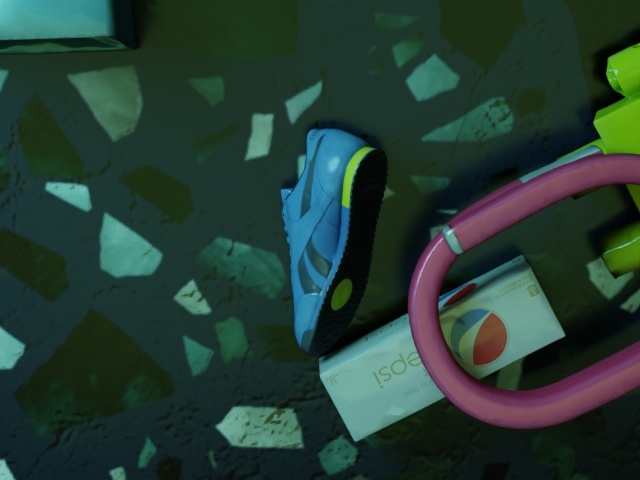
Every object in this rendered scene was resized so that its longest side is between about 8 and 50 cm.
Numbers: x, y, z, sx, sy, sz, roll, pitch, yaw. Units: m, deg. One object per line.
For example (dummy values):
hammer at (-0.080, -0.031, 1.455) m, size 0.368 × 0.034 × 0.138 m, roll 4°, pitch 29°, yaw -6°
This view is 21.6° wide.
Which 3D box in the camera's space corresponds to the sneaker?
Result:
sneaker at (0.000, 0.000, 1.517) m, size 0.082 × 0.069 × 0.209 m, roll 22°, pitch 111°, yaw 29°

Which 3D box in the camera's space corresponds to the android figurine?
android figurine at (0.355, -0.075, 1.477) m, size 0.273 × 0.056 × 0.248 m, roll -28°, pitch 99°, yaw 18°

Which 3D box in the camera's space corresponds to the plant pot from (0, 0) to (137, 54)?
plant pot at (-0.251, -0.279, 1.414) m, size 0.165 × 0.165 × 0.234 m, roll -2°, pitch 92°, yaw 0°

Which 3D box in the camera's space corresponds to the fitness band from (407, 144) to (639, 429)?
fitness band at (0.218, 0.042, 1.455) m, size 0.291 × 0.054 × 0.209 m, roll -27°, pitch 98°, yaw 3°

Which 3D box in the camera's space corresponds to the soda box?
soda box at (0.109, 0.097, 1.525) m, size 0.216 × 0.069 × 0.074 m, roll -27°, pitch 99°, yaw 4°
